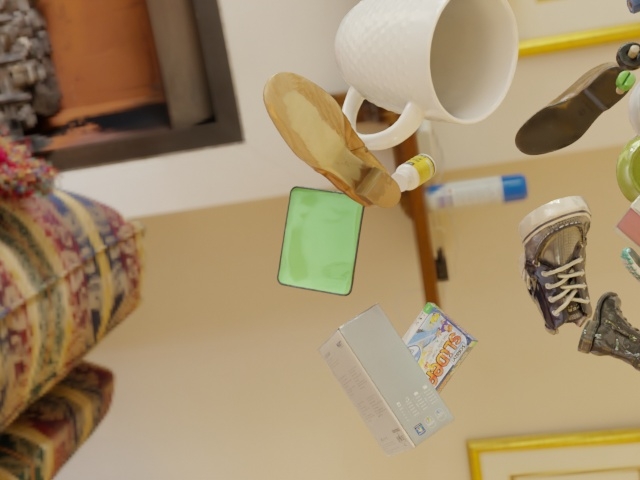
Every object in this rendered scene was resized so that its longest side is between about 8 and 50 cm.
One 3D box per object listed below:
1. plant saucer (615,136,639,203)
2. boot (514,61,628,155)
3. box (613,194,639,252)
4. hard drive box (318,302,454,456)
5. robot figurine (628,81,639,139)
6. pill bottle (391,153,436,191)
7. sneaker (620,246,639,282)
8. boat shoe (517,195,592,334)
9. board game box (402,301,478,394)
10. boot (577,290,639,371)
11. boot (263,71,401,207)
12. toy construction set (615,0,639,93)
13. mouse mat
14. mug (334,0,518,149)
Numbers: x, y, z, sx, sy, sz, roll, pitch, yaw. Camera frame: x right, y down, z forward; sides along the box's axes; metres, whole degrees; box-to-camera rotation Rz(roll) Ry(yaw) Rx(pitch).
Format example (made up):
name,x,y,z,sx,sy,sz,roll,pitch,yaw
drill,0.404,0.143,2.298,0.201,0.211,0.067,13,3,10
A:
name,x,y,z,sx,sy,sz,roll,pitch,yaw
plant saucer,0.966,-0.197,2.689,0.037,0.240,0.241,75,8,-83
boot,0.598,-0.315,2.257,0.112,0.305,0.115,48,21,-16
box,0.809,-0.063,2.251,0.127,0.148,0.232,43,-4,14
hard drive box,0.107,0.245,1.628,0.232,0.089,0.181,56,-19,8
robot figurine,0.937,-0.350,2.418,0.353,0.199,0.300,-11,-121,60
pill bottle,0.216,-0.156,2.222,0.116,0.065,0.065,-33,120,-44
sneaker,0.711,0.064,2.020,0.166,0.076,0.065,43,1,-14
boat shoe,0.416,0.052,1.605,0.340,0.127,0.158,60,11,-68
board game box,0.232,0.255,2.056,0.136,0.201,0.035,40,14,31
boot,0.732,0.230,2.184,0.263,0.229,0.091,-42,143,-49
boot,0.002,-0.159,1.552,0.295,0.104,0.211,43,-3,-17
toy construction set,0.745,-0.434,1.822,0.237,0.308,0.258,71,23,-73
mouse mat,0.000,0.000,1.746,0.007,0.152,0.190,4,95,-68
mug,0.174,-0.353,1.955,0.276,0.328,0.374,36,77,-41
